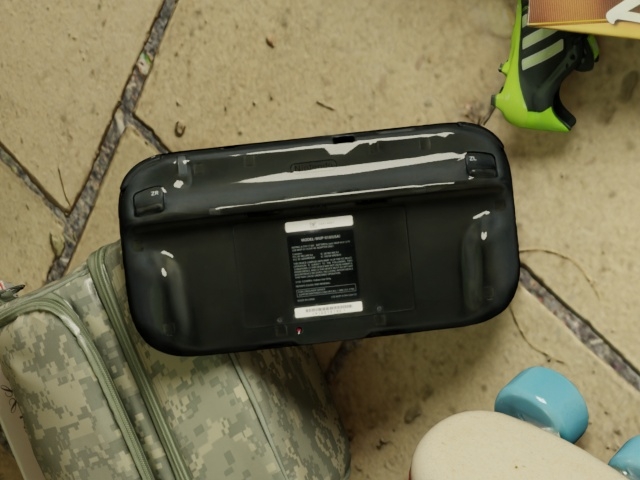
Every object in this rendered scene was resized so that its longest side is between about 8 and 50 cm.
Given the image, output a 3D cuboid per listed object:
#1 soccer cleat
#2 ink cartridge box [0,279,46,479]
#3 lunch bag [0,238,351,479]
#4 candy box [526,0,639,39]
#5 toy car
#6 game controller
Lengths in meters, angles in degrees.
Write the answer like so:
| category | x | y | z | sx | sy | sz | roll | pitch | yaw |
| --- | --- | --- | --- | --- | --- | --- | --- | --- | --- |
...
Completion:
| category | x | y | z | sx | sy | sz | roll | pitch | yaw |
| --- | --- | --- | --- | --- | --- | --- | --- | --- | --- |
| soccer cleat | 0.178 | -0.167 | 1.104 | 0.072 | 0.060 | 0.178 | 15 | 118 | 18 |
| ink cartridge box | -0.294 | 0.187 | 1.514 | 0.261 | 0.066 | 0.296 | 162 | 85 | -81 |
| lunch bag | -0.145 | 0.146 | 1.323 | 0.256 | 0.212 | 0.305 | -23 | 90 | 18 |
| candy box | 0.241 | -0.192 | 1.005 | 0.187 | 0.053 | 0.109 | 10 | 112 | 19 |
| toy car | 0.161 | 0.270 | 1.184 | 0.210 | 0.219 | 0.238 | 30 | 139 | 27 |
| game controller | 0.000 | 0.000 | 1.181 | 0.319 | 0.067 | 0.166 | -6 | 102 | -1 |
